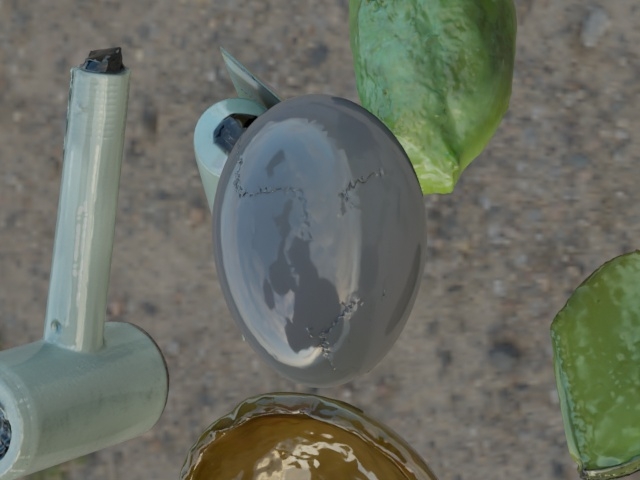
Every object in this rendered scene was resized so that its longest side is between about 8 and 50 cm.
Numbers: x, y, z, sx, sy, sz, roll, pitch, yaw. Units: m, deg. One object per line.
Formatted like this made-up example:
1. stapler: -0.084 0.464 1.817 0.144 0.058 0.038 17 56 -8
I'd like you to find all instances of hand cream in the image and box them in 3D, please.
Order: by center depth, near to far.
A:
1. hand cream: -0.036 -0.100 1.374 0.076 0.174 0.047 41 84 18
2. hand cream: -0.065 -0.020 1.414 0.320 0.067 0.109 93 170 -68

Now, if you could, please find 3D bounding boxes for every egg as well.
1. egg: 0.000 0.000 1.150 0.146 0.146 0.198 -10 84 42

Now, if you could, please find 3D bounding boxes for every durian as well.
1. durian: 0.087 -0.156 1.284 0.101 0.139 0.250 -3 75 37

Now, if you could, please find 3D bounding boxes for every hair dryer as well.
1. hair dryer: -0.135 0.010 0.933 0.073 0.131 0.236 18 105 27

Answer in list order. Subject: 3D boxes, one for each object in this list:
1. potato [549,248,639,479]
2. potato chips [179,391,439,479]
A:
1. potato: 0.227 0.099 1.251 0.119 0.054 0.198 3 53 11
2. potato chips: 0.012 0.176 1.010 0.208 0.062 0.195 44 122 -5
